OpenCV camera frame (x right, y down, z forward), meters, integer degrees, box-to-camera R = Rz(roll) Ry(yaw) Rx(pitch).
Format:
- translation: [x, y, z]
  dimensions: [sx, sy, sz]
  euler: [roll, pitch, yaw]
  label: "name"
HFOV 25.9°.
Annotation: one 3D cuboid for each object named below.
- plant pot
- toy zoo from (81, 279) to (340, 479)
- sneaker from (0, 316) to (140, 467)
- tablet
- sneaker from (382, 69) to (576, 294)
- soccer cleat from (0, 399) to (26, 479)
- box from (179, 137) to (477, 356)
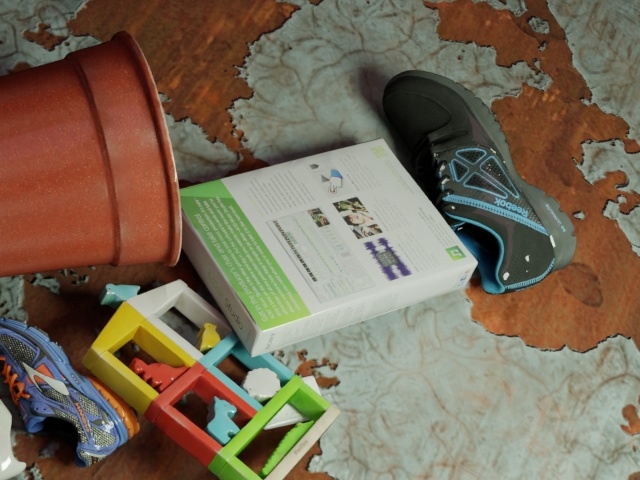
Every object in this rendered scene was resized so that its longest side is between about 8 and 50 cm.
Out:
- translation: [-0.319, -0.073, 1.535]
  dimensions: [0.265, 0.272, 0.272]
  euler: [-14, 64, -18]
  label: "plant pot"
- translation: [-0.134, 0.150, 1.553]
  dimensions: [0.293, 0.030, 0.192]
  euler: [38, 33, 6]
  label: "toy zoo"
- translation: [-0.303, 0.161, 1.507]
  dimensions: [0.221, 0.083, 0.087]
  euler: [34, 59, 7]
  label: "sneaker"
- translation: [-0.037, 0.189, 1.628]
  dimensions: [0.083, 0.006, 0.054]
  euler: [-9, 62, -25]
  label: "tablet"
- translation: [0.183, -0.081, 1.808]
  dimensions: [0.140, 0.125, 0.341]
  euler: [-30, 71, -31]
  label: "sneaker"
- translation: [-0.374, 0.172, 1.488]
  dimensions: [0.076, 0.068, 0.196]
  euler: [-4, 61, -38]
  label: "soccer cleat"
- translation: [0.000, 0.000, 1.707]
  dimensions: [0.322, 0.058, 0.232]
  euler: [-15, 55, -31]
  label: "box"
